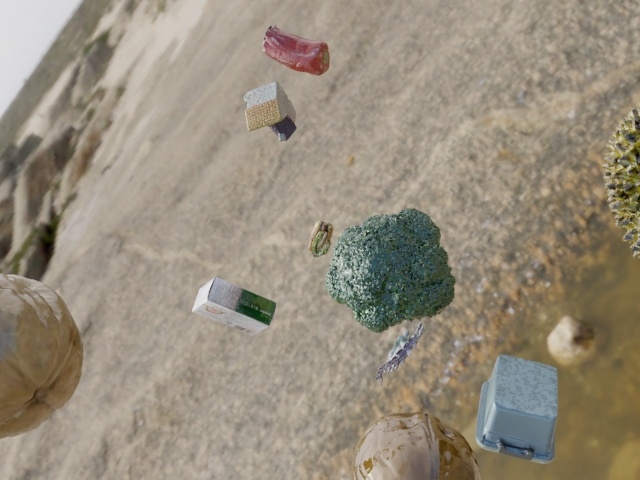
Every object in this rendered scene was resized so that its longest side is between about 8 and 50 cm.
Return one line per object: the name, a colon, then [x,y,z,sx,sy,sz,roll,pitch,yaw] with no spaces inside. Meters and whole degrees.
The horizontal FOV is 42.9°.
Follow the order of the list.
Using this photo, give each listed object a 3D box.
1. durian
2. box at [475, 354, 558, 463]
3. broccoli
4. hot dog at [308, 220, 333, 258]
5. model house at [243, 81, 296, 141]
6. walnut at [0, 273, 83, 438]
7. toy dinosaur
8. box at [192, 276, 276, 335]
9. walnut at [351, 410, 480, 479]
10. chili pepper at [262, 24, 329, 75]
durian: [0.530,-0.086,1.168,0.258,0.258,0.293,-101,14,-63]
box: [0.417,0.349,1.707,0.227,0.162,0.130,-61,-19,-58]
broccoli: [0.173,0.074,1.916,0.307,0.275,0.308,-9,61,16]
hot dog: [0.000,0.000,2.090,0.133,0.056,0.041,110,172,-48]
model house: [-0.106,-0.260,1.731,0.087,0.101,0.100,-17,51,19]
walnut: [-0.536,0.176,1.309,0.313,0.277,0.252,27,95,30]
toy dinosaur: [0.164,0.249,1.750,0.082,0.039,0.209,-51,-8,-52]
box: [-0.240,0.186,2.267,0.135,0.199,0.081,-33,38,57]
walnut: [0.124,0.309,1.065,0.167,0.167,0.207,-51,8,10]
chili pepper: [-0.041,-0.344,1.485,0.070,0.123,0.073,-61,-13,-20]
